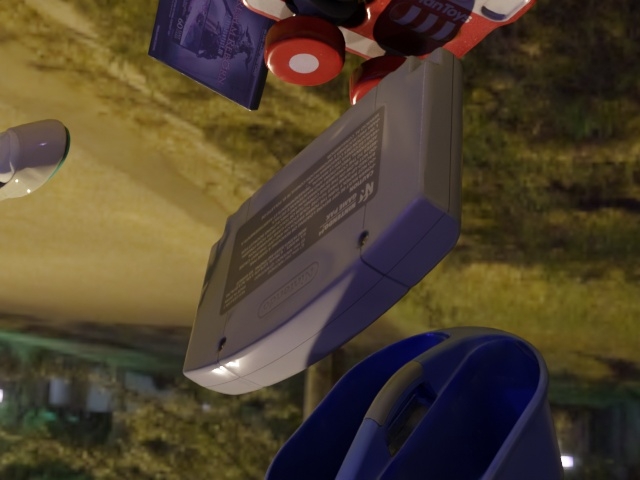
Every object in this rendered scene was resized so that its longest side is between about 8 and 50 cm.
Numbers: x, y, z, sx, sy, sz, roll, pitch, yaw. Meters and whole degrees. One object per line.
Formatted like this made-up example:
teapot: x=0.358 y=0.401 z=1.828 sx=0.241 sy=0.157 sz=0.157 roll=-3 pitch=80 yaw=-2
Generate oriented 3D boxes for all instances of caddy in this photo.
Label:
caddy: x=0.096 y=0.213 z=1.034 sx=0.241 sy=0.179 sz=0.341 roll=-2 pitch=-150 yaw=38

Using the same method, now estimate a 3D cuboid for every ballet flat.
ballet flat: x=-0.407 y=-0.090 z=1.309 sx=0.086 sy=0.086 sz=0.248 roll=11 pitch=156 yaw=-41

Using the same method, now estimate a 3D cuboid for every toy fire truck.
toy fire truck: x=0.073 y=-0.298 z=1.254 sx=0.302 sy=0.169 sz=0.254 roll=20 pitch=145 yaw=-26

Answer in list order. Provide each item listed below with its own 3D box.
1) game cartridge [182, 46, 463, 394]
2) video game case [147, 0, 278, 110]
game cartridge: x=0.000 y=0.000 z=0.816 sx=0.062 sy=0.198 sz=0.297 roll=28 pitch=136 yaw=-27
video game case: x=-0.187 y=-0.369 z=1.822 sx=0.274 sy=0.196 sz=0.026 roll=32 pitch=-153 yaw=32
